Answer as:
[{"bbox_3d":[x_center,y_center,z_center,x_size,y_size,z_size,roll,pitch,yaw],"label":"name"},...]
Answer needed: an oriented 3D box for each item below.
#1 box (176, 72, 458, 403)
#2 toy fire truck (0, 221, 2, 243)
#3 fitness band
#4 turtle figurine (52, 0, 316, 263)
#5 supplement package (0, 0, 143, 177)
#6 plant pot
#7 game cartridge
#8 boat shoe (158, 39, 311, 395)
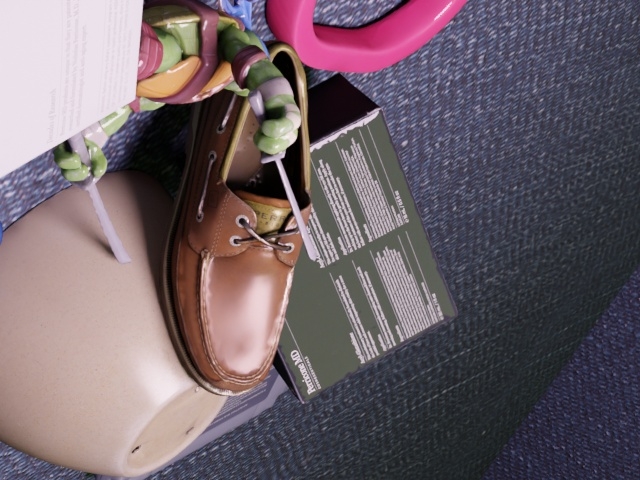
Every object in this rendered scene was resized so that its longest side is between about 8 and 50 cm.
[{"bbox_3d":[0.000,0.000,1.619,0.184,0.103,0.261,-30,125,-11],"label":"box"},{"bbox_3d":[-0.341,0.074,1.276,0.302,0.169,0.254,-56,-179,29],"label":"toy fire truck"},{"bbox_3d":[0.060,-0.249,1.558,0.209,0.054,0.291,-51,158,21],"label":"fitness band"},{"bbox_3d":[-0.126,-0.082,1.267,0.266,0.198,0.275,7,106,-53],"label":"turtle figurine"},{"bbox_3d":[-0.268,-0.123,0.970,0.293,0.177,0.175,-35,158,-28],"label":"supplement package"},{"bbox_3d":[-0.191,0.104,1.533,0.284,0.191,0.284,-38,158,-19],"label":"plant pot"},{"bbox_3d":[-0.128,0.170,1.982,0.297,0.062,0.198,-25,147,-43],"label":"game cartridge"},{"bbox_3d":[-0.067,-0.021,1.431,0.110,0.307,0.104,3,175,-29],"label":"boat shoe"}]
